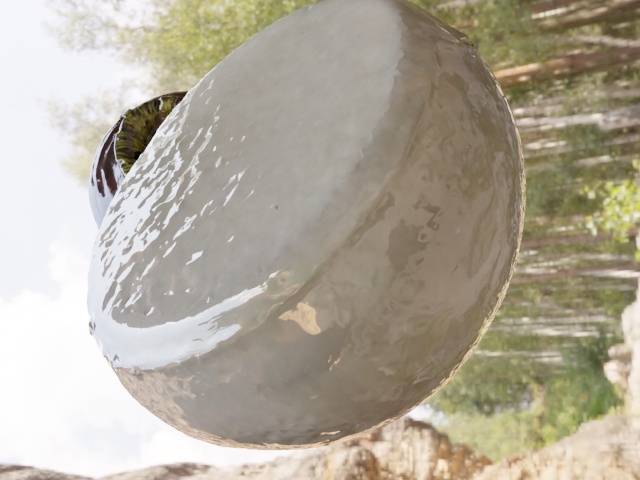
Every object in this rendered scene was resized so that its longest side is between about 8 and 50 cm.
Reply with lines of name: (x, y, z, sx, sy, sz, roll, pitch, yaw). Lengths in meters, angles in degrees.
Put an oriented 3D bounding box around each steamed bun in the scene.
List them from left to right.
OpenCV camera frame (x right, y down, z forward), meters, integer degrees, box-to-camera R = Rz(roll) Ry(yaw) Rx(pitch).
steamed bun: (0.000, 0.000, 0.497, 0.177, 0.283, 0.282, 41, -134, -33)

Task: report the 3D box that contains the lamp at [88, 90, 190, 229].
lamp: (-0.157, -0.068, 0.966, 0.247, 0.247, 0.246, 25, -118, -60)
